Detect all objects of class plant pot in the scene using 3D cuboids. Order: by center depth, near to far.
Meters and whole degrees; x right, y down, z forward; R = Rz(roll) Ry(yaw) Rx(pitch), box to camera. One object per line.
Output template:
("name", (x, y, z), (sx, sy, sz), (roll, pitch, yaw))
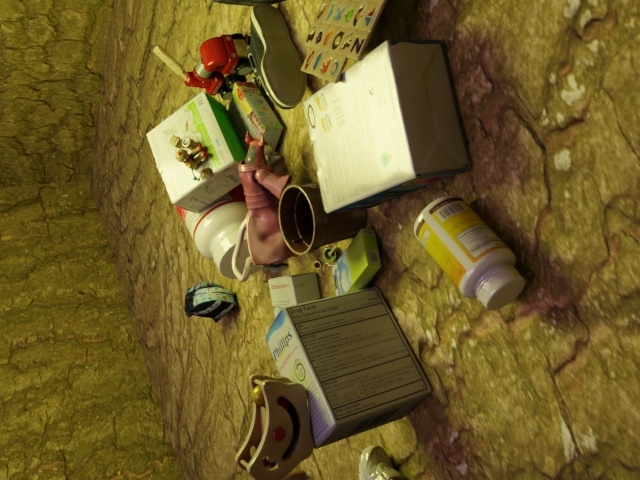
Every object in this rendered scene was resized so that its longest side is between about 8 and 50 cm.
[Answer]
("plant pot", (0.010, -0.058, 1.510), (0.167, 0.165, 0.167), (20, 114, 54))

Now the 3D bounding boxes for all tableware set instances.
("tableware set", (0.000, 0.000, 1.633), (0.104, 0.024, 0.154), (4, 103, 29))

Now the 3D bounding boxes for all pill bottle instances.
("pill bottle", (0.274, 0.023, 1.150), (0.215, 0.117, 0.117), (56, 141, 35))
("pill bottle", (-0.314, -0.082, 1.967), (0.408, 0.229, 0.229), (55, 140, 35))

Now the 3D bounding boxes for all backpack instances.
("backpack", (-0.385, 0.211, 2.238), (0.173, 0.158, 0.117), (-29, 55, 43))

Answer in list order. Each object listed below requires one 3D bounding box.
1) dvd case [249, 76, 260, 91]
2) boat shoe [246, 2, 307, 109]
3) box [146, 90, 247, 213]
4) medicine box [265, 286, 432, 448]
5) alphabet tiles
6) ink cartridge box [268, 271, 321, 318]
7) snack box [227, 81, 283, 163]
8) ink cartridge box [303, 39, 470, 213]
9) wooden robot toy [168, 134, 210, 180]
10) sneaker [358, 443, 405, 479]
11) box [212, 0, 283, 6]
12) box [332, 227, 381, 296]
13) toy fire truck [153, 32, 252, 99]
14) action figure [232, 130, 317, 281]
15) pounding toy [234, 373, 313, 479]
("dvd case", (-0.201, -0.423, 1.901), (0.087, 0.013, 0.120), (-33, 69, 56))
("boat shoe", (-0.131, -0.470, 1.669), (0.113, 0.127, 0.340), (-50, 55, 53))
("box", (-0.353, -0.254, 1.820), (0.231, 0.126, 0.262), (-33, 66, 16))
("medicine box", (0.058, 0.279, 1.425), (0.289, 0.263, 0.149), (63, 145, 27))
("alphabet tiles", (0.053, -0.482, 1.333), (0.285, 0.011, 0.342), (-65, 27, 12))
("ink cartridge box", (-0.064, 0.199, 1.770), (0.153, 0.086, 0.209), (-13, 88, 59))
("snack box", (-0.203, -0.335, 1.852), (0.207, 0.070, 0.174), (60, 145, 27))
("ink cartridge box", (0.107, -0.218, 1.326), (0.395, 0.151, 0.270), (-18, 82, 57))
("wooden robot toy", (-0.365, -0.239, 1.709), (0.076, 0.079, 0.173), (-42, 66, 11))
("sneaker", (0.180, 0.597, 1.480), (0.111, 0.103, 0.252), (-49, 53, 35))
("box", (-0.189, -0.687, 1.676), (0.158, 0.156, 0.093), (19, 113, 55))
("box", (0.085, 0.064, 1.511), (0.178, 0.042, 0.109), (123, 148, -48))
("toy fire truck", (-0.360, -0.544, 1.904), (0.217, 0.246, 0.159), (-35, 68, 56))
("action figure", (-0.168, -0.113, 1.707), (0.248, 0.275, 0.370), (25, 133, 60))
("pounding toy", (-0.118, 0.416, 1.349), (0.155, 0.154, 0.270), (2, 101, 59))
